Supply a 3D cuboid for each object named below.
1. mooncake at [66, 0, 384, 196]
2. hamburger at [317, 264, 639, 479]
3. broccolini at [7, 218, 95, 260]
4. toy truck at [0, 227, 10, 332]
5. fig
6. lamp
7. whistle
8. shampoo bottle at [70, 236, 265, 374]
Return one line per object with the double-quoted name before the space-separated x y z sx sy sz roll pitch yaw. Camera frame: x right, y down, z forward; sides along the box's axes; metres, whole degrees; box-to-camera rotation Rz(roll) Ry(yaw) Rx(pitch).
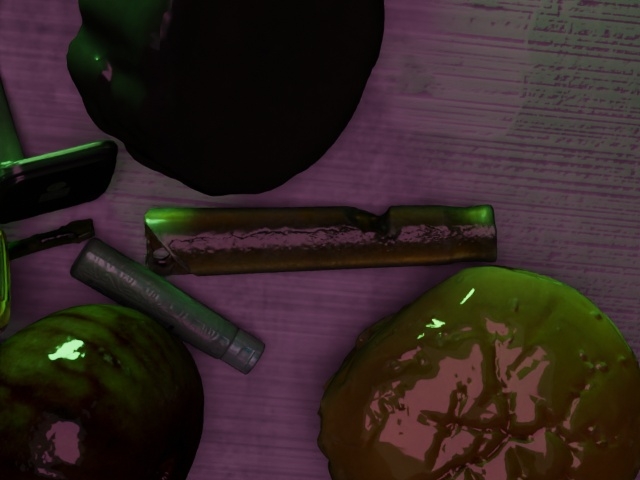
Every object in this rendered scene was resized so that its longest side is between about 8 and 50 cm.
"mooncake" -0.079 -0.181 1.308 0.141 0.283 0.283 32 91 38
"hamburger" 0.157 0.173 1.387 0.319 0.158 0.318 0 95 -4
"broccolini" -0.329 0.032 1.398 0.254 0.057 0.071 -21 128 1
"toy truck" -0.413 0.029 1.300 0.272 0.157 0.124 -10 62 2
"fig" -0.212 0.166 1.330 0.214 0.235 0.235 9 92 -1
"lamp" -0.232 -0.172 1.380 0.203 0.124 0.283 -13 91 -23
"whistle" 0.000 0.001 1.415 0.326 0.057 0.068 -2 117 -2
"shampoo bottle" -0.139 0.062 1.409 0.191 0.069 0.041 32 69 -10
